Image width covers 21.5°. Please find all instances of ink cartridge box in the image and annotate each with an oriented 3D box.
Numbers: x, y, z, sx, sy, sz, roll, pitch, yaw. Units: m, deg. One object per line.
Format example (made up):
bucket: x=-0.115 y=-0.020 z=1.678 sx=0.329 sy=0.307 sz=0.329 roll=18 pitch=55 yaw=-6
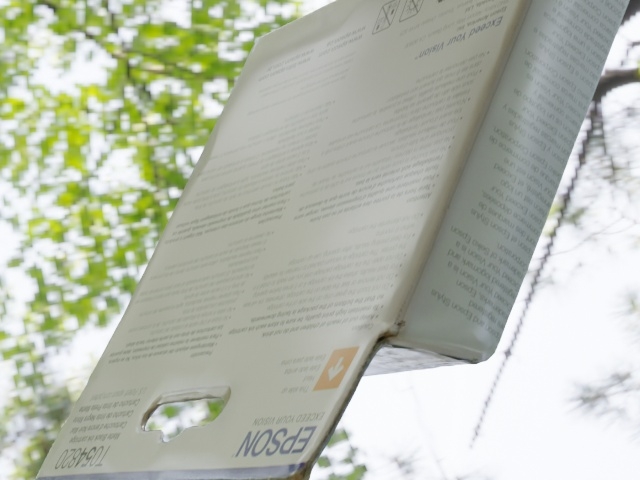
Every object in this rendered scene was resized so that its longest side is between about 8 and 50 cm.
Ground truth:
ink cartridge box: x=0.000 y=0.000 z=0.609 sx=0.223 sy=0.045 sz=0.224 roll=-14 pitch=-134 yaw=59
